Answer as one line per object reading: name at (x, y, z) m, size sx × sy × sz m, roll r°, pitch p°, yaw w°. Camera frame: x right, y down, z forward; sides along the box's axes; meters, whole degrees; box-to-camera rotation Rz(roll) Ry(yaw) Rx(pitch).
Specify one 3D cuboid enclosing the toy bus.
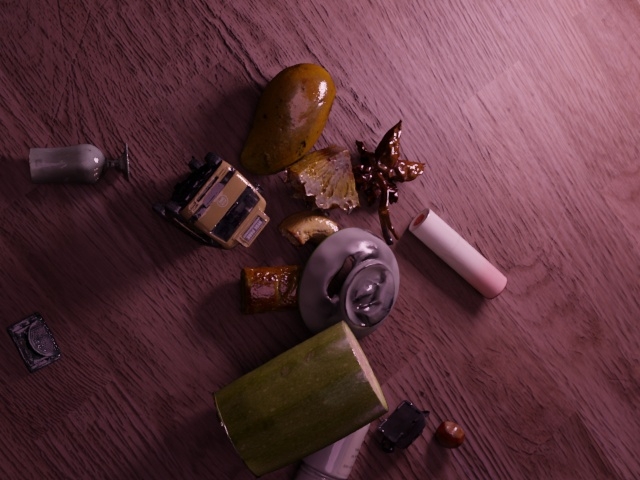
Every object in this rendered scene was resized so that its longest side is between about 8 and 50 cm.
toy bus at (-0.264, -0.084, 1.744) m, size 0.202 × 0.365 × 0.177 m, roll 41°, pitch 79°, yaw -17°

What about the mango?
mango at (-0.083, -0.316, 1.913) m, size 0.177 × 0.175 × 0.329 m, roll 20°, pitch 82°, yaw 26°

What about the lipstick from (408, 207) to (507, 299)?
lipstick at (0.403, 0.041, 2.109) m, size 0.327 × 0.087 × 0.087 m, roll 40°, pitch 78°, yaw -14°

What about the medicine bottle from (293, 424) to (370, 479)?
medicine bottle at (0.026, 0.576, 1.953) m, size 0.144 × 0.144 × 0.252 m, roll 28°, pitch 79°, yaw -16°

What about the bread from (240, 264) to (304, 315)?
bread at (-0.124, 0.132, 1.925) m, size 0.172 × 0.103 × 0.132 m, roll -2°, pitch 89°, yaw -17°

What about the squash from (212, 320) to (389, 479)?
squash at (-0.049, 0.405, 1.814) m, size 0.384 × 0.263 × 0.263 m, roll -29°, pitch 99°, yaw 3°

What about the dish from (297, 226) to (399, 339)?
dish at (0.105, 0.133, 1.931) m, size 0.324 × 0.124 × 0.324 m, roll -12°, pitch 110°, yaw -35°

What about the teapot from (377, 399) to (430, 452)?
teapot at (0.243, 0.539, 2.062) m, size 0.177 × 0.087 × 0.096 m, roll -42°, pitch 125°, yaw -14°

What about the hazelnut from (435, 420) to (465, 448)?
hazelnut at (0.378, 0.569, 2.109) m, size 0.086 × 0.086 × 0.086 m, roll 0°, pitch 90°, yaw -18°

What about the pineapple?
pineapple at (0.014, -0.163, 1.923) m, size 0.236 × 0.114 × 0.186 m, roll 28°, pitch 91°, yaw -46°

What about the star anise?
star anise at (0.187, -0.158, 2.009) m, size 0.237 × 0.148 × 0.346 m, roll 7°, pitch 78°, yaw -16°

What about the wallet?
wallet at (-0.701, 0.250, 1.774) m, size 0.088 × 0.026 × 0.129 m, roll -27°, pitch 99°, yaw -16°

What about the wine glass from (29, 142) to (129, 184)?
wine glass at (-0.589, -0.187, 1.773) m, size 0.231 × 0.103 × 0.103 m, roll -2°, pitch 91°, yaw -16°

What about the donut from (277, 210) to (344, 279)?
donut at (-0.002, -0.001, 1.976) m, size 0.217 × 0.085 × 0.141 m, roll 41°, pitch 78°, yaw -14°
